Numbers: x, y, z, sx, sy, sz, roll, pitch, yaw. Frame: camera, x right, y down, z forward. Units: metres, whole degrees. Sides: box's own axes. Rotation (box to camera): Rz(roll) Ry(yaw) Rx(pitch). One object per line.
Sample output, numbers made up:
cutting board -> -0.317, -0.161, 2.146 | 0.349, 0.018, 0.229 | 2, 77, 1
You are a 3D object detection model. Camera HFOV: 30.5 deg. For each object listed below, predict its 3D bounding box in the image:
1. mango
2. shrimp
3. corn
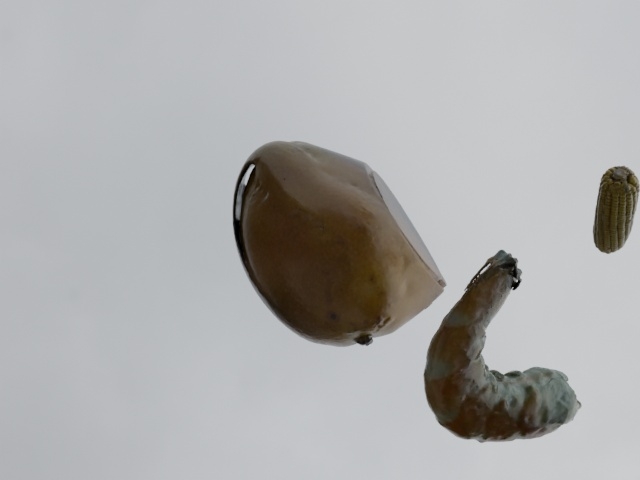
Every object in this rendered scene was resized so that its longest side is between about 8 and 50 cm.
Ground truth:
mango -> 0.000, 0.000, 1.162 | 0.166, 0.136, 0.236 | -33, -117, 7
shrimp -> 0.155, 0.085, 0.939 | 0.049, 0.161, 0.166 | 41, -56, 58
corn -> 0.260, -0.025, 1.034 | 0.037, 0.037, 0.092 | 24, -35, 23
